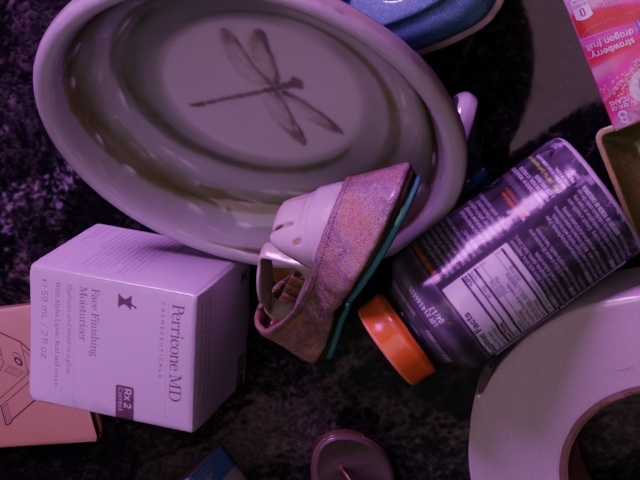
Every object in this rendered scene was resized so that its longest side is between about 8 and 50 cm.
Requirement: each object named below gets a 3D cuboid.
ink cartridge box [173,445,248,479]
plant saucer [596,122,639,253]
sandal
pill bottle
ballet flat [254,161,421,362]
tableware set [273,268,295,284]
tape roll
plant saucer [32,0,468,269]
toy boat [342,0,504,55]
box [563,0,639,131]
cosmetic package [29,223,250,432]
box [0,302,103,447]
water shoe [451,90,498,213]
[{"bbox_3d":[-0.110,0.315,1.607,0.092,0.090,0.143,-39,90,25],"label":"ink cartridge box"},{"bbox_3d":[0.371,-0.047,1.352,0.188,0.045,0.188,-19,99,24],"label":"plant saucer"},{"bbox_3d":[0.038,0.299,1.549,0.090,0.060,0.219,-4,107,-9],"label":"sandal"},{"bbox_3d":[0.155,0.027,1.350,0.246,0.130,0.130,-36,92,5],"label":"pill bottle"},{"bbox_3d":[-0.002,0.019,1.377,0.106,0.107,0.316,24,144,-1],"label":"ballet flat"},{"bbox_3d":[0.000,0.000,1.513,0.104,0.024,0.154,2,105,16],"label":"tableware set"},{"bbox_3d":[0.332,0.208,1.400,0.392,0.072,0.392,8,117,16],"label":"tape roll"},{"bbox_3d":[-0.058,-0.126,1.369,0.400,0.100,0.400,10,144,7],"label":"plant saucer"},{"bbox_3d":[0.018,-0.311,1.342,0.267,0.148,0.318,-11,102,22],"label":"toy boat"},{"bbox_3d":[0.353,-0.202,1.269,0.257,0.122,0.128,-20,98,24],"label":"box"},{"bbox_3d":[-0.182,0.086,1.530,0.184,0.151,0.151,9,110,17],"label":"cosmetic package"},{"bbox_3d":[-0.353,0.153,1.684,0.201,0.021,0.164,-7,103,22],"label":"box"},{"bbox_3d":[0.148,-0.045,1.430,0.080,0.073,0.203,3,112,-4],"label":"water shoe"}]
